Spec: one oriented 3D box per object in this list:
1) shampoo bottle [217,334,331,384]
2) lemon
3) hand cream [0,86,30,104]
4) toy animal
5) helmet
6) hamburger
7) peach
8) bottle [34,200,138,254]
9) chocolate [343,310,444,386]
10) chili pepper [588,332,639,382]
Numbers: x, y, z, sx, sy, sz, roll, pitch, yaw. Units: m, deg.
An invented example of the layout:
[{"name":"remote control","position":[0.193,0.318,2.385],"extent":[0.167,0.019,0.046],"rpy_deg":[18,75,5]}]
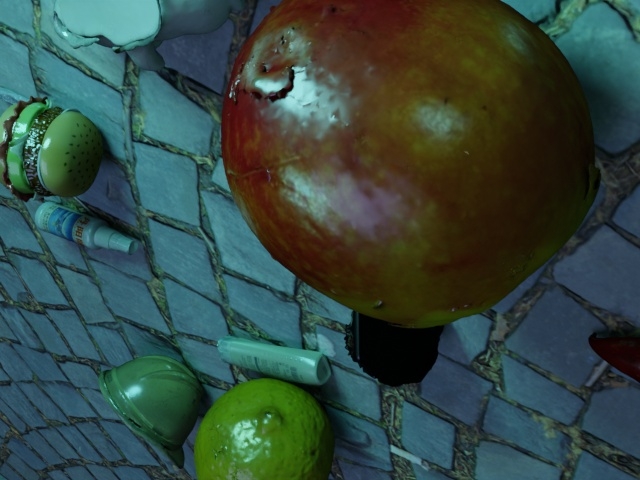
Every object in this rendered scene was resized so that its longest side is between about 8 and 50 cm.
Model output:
[{"name":"shampoo bottle","position":[-0.083,0.205,1.476],"extent":[0.212,0.049,0.072],"rpy_deg":[9,138,32]},{"name":"lemon","position":[-0.098,0.365,1.480],"extent":[0.267,0.267,0.267],"rpy_deg":[22,137,22]},{"name":"hand cream","position":[-0.510,-0.238,1.447],"extent":[0.093,0.019,0.030],"rpy_deg":[24,136,10]},{"name":"toy animal","position":[-0.240,-0.320,1.045],"extent":[0.325,0.154,0.208],"rpy_deg":[24,131,27]},{"name":"helmet","position":[-0.302,0.313,1.688],"extent":[0.257,0.137,0.204],"rpy_deg":[52,180,-36]},{"name":"hamburger","position":[-0.423,-0.142,1.356],"extent":[0.137,0.175,0.175],"rpy_deg":[8,132,17]},{"name":"peach","position":[0.079,-0.097,0.844],"extent":[0.370,0.370,0.370],"rpy_deg":[22,137,22]},{"name":"bottle","position":[-0.419,-0.018,1.539],"extent":[0.217,0.060,0.060],"rpy_deg":[17,135,25]},{"name":"chocolate","position":[0.080,0.136,1.218],"extent":[0.156,0.156,0.133],"rpy_deg":[53,152,-14]},{"name":"chili pepper","position":[0.493,0.224,1.013],"extent":[0.368,0.092,0.137],"rpy_deg":[47,160,4]}]
